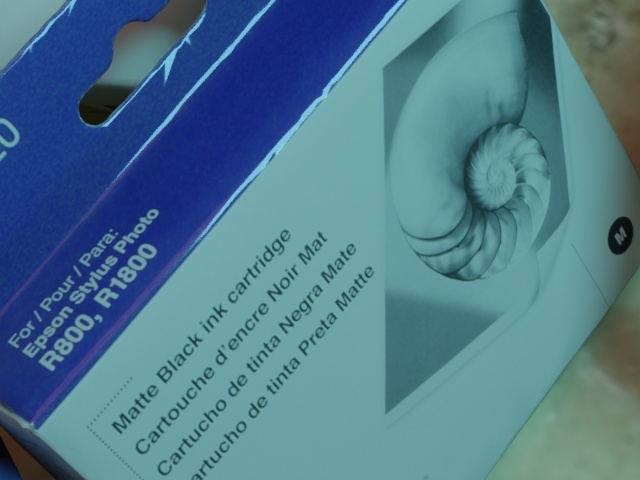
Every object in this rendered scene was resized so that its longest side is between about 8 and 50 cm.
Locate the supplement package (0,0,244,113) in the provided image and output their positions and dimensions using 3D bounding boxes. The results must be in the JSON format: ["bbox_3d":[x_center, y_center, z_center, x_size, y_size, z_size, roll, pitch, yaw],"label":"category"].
[{"bbox_3d":[-0.131,-0.157,0.579,0.261,0.145,0.204,7,89,10],"label":"supplement package"}]

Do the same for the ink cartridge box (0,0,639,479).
[{"bbox_3d":[0.000,0.000,0.492,0.045,0.224,0.223,17,63,51],"label":"ink cartridge box"}]

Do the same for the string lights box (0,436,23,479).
[{"bbox_3d":[-0.100,0.162,0.428,0.076,0.133,0.260,-13,48,-30],"label":"string lights box"}]
